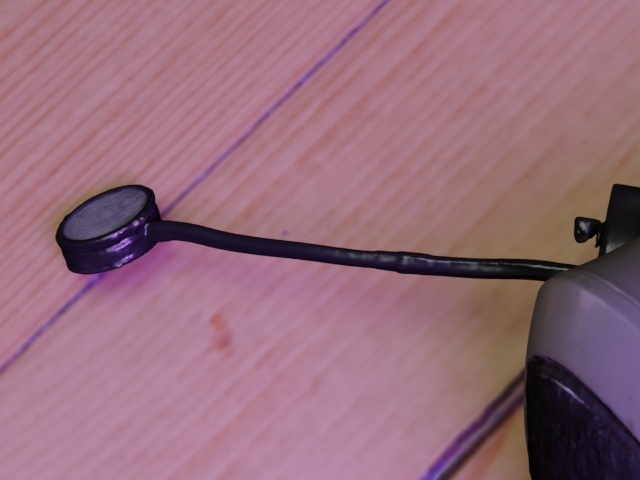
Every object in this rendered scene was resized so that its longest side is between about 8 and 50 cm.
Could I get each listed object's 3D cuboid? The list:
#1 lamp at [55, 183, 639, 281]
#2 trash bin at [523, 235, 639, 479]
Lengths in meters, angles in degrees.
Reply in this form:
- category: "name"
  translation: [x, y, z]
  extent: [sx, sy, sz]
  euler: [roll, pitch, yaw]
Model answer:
- category: "lamp"
  translation: [0.013, 0.031, 0.894]
  extent: [0.371, 0.108, 0.130]
  euler: [-5, 33, 23]
- category: "trash bin"
  translation: [0.301, 0.055, 0.682]
  extent: [0.432, 0.280, 0.280]
  euler: [-32, 59, -6]
